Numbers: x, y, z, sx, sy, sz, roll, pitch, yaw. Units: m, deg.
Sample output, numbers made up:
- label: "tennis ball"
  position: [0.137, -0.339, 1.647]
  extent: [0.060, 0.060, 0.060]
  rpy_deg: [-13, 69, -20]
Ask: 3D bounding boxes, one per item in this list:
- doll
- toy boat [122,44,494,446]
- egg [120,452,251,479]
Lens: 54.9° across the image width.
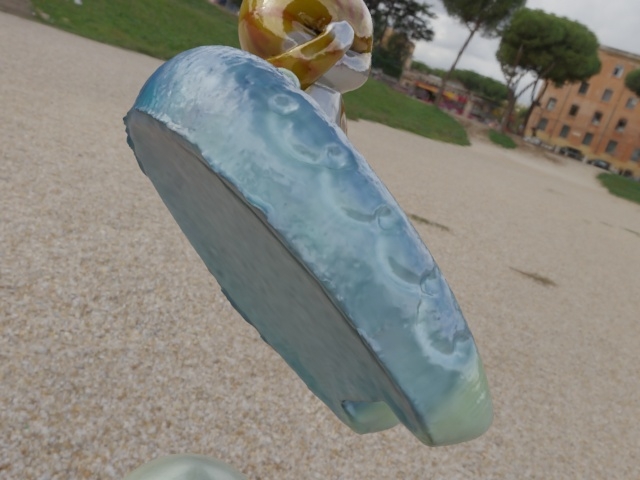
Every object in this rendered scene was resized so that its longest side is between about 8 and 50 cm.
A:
- label: "doll"
  position: [-0.029, -0.161, 0.669]
  extent: [0.162, 0.270, 0.166]
  rpy_deg: [27, 11, 39]
- label: "toy boat"
  position: [0.000, 0.000, 0.456]
  extent: [0.330, 0.123, 0.215]
  rpy_deg: [51, -22, -1]
- label: "egg"
  position: [-0.102, 0.263, 0.495]
  extent: [0.151, 0.209, 0.151]
  rpy_deg: [-9, 40, 8]
